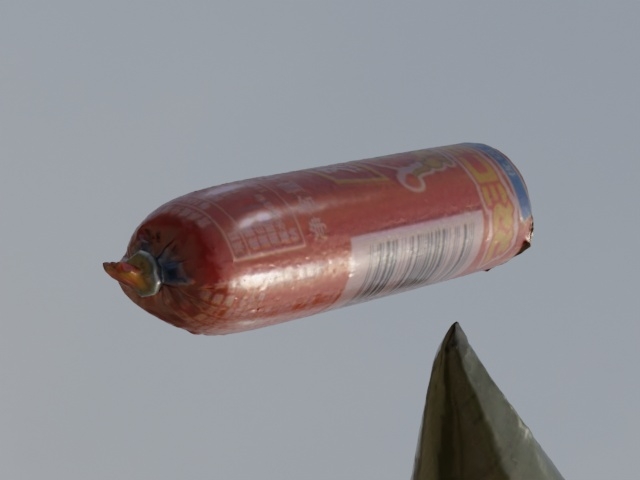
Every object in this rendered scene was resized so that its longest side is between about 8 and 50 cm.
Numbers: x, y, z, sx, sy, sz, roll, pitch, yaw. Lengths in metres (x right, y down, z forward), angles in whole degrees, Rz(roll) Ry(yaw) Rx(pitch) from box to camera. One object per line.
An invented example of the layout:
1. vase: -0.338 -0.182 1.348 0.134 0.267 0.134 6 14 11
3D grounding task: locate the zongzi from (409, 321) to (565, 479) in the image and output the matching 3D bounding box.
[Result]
1. zongzi: 0.081 0.268 1.008 0.160 0.323 0.360 1 -45 31

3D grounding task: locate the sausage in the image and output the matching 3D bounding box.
1. sausage: 0.000 0.000 0.899 0.074 0.274 0.074 8 -76 38
